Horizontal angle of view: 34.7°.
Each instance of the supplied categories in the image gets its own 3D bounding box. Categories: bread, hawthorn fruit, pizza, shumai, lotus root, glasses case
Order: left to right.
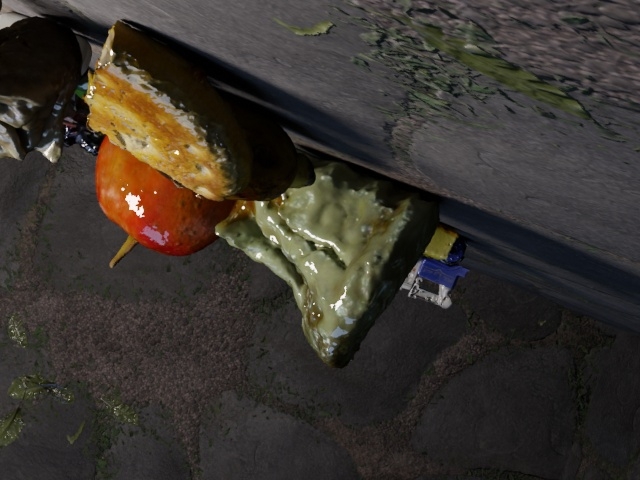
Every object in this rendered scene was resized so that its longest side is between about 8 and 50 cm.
[{"bbox_3d":[-0.390,-0.172,1.326,0.183,0.185,0.218,-14,-153,9],"label":"shumai"},{"bbox_3d":[-0.396,-0.276,1.445,0.164,0.063,0.041,21,177,19],"label":"glasses case"},{"bbox_3d":[-0.198,-0.158,1.259,0.226,0.086,0.335,13,158,30],"label":"pizza"},{"bbox_3d":[-0.288,-0.088,1.861,0.287,0.330,0.287,31,171,5],"label":"hawthorn fruit"},{"bbox_3d":[-0.136,-0.129,1.464,0.314,0.141,0.169,20,176,-28],"label":"lotus root"},{"bbox_3d":[0.000,0.000,1.728,0.323,0.324,0.397,36,175,3],"label":"shumai"},{"bbox_3d":[0.109,-0.055,2.187,0.361,0.077,0.138,22,178,-10],"label":"bread"}]

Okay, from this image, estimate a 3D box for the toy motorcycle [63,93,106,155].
[{"bbox_3d":[-0.504,-0.264,2.103,0.401,0.134,0.207,14,-133,-33],"label":"toy motorcycle"}]

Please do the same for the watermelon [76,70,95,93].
[{"bbox_3d":[-0.217,-0.218,1.322,0.155,0.080,0.101,25,143,-18],"label":"watermelon"}]

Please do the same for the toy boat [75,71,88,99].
[{"bbox_3d":[-0.437,-0.292,1.981,0.104,0.052,0.210,43,-174,22],"label":"toy boat"}]

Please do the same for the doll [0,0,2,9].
[{"bbox_3d":[-0.500,-0.293,1.189,0.155,0.113,0.275,28,-177,32],"label":"doll"}]

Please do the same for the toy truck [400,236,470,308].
[{"bbox_3d":[0.229,0.047,2.367,0.213,0.177,0.161,21,-179,-9],"label":"toy truck"}]
